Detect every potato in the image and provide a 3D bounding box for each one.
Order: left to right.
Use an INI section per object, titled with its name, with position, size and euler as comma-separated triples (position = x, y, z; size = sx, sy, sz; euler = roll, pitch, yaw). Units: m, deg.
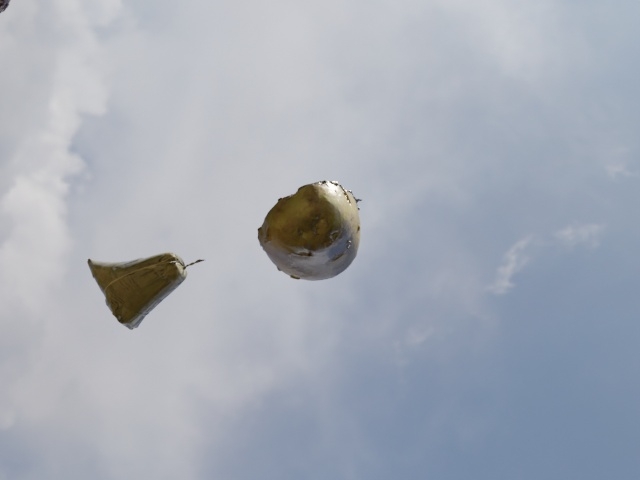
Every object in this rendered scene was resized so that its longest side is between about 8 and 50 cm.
[potato]
position = 0.000, 0.000, 1.464
size = 0.164, 0.200, 0.081
euler = -27, -116, 0

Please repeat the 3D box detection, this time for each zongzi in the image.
[zongzi]
position = -0.323, 0.038, 1.819
size = 0.189, 0.081, 0.178
euler = -43, -123, 8

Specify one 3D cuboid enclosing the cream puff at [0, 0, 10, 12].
[cream puff]
position = -0.436, -0.300, 1.209
size = 0.149, 0.149, 0.084
euler = -37, -120, 32
